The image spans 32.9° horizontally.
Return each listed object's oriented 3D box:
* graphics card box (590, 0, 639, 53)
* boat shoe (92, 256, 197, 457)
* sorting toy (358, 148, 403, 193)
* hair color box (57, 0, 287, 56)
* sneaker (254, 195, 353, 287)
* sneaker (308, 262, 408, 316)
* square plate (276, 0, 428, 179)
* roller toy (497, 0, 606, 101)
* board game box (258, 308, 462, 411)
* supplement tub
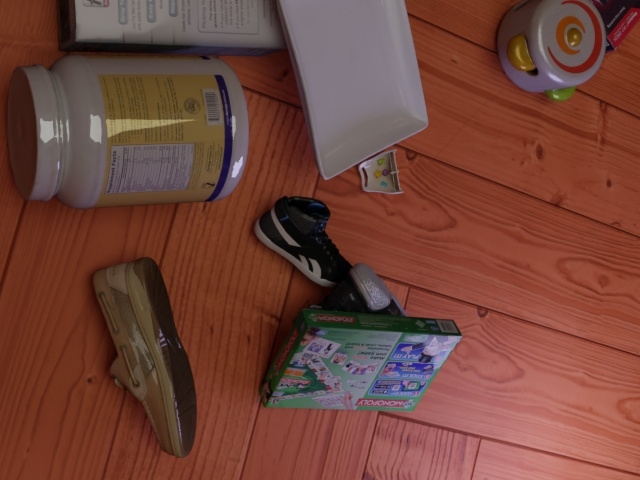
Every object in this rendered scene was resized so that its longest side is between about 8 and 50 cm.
[{"bbox_3d":[0.542,-0.594,2.230,0.371,0.094,0.233,48,71,-19],"label":"graphics card box"},{"bbox_3d":[-0.291,0.201,1.808,0.110,0.121,0.341,-12,95,10],"label":"boat shoe"},{"bbox_3d":[0.109,-0.125,2.042,0.075,0.045,0.083,-12,97,-20],"label":"sorting toy"},{"bbox_3d":[-0.243,-0.409,1.808,0.374,0.113,0.185,-3,93,-29],"label":"hair color box"},{"bbox_3d":[0.000,0.000,1.930,0.217,0.121,0.079,31,38,-24],"label":"sneaker"},{"bbox_3d":[0.077,0.156,2.000,0.153,0.101,0.268,-33,135,7],"label":"sneaker"},{"bbox_3d":[0.056,-0.322,1.942,0.344,0.049,0.347,-30,113,-46],"label":"square plate"},{"bbox_3d":[0.463,-0.397,2.161,0.209,0.146,0.191,23,80,-26],"label":"roller toy"},{"bbox_3d":[0.072,0.221,1.954,0.317,0.046,0.214,6,130,-28],"label":"board game box"},{"bbox_3d":[-0.304,-0.172,1.708,0.331,0.241,0.241,-4,93,-27],"label":"supplement tub"}]
